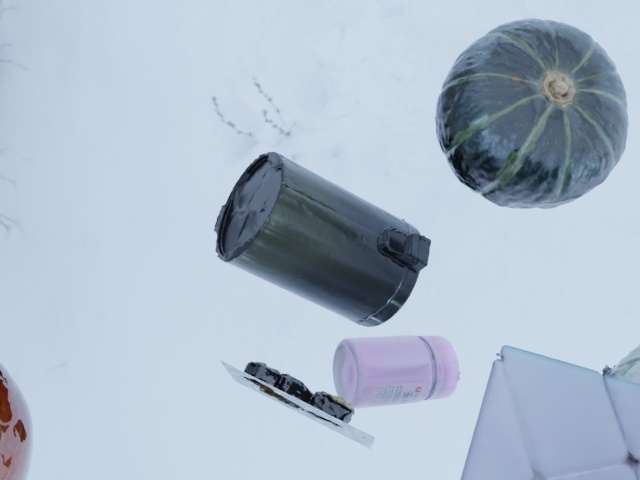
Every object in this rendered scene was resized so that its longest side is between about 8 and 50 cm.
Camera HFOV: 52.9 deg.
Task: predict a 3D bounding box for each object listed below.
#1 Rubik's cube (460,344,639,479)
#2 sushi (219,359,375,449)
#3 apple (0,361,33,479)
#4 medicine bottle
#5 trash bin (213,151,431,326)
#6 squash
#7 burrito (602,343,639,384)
[{"bbox_3d":[0.253,0.243,0.570,0.231,0.224,0.221,14,79,31],"label":"Rubik's cube"},{"bbox_3d":[-0.017,0.186,0.766,0.201,0.139,0.031,24,70,10],"label":"sushi"},{"bbox_3d":[-0.455,0.196,0.614,0.348,0.277,0.348,22,137,22],"label":"apple"},{"bbox_3d":[0.193,0.335,1.666,0.178,0.290,0.178,-179,90,-66],"label":"medicine bottle"},{"bbox_3d":[0.000,0.000,1.093,0.252,0.301,0.203,-25,45,52],"label":"trash bin"},{"bbox_3d":[0.277,-0.166,0.852,0.165,0.252,0.252,117,130,-75],"label":"squash"},{"bbox_3d":[0.701,0.212,1.276,0.445,0.139,0.101,-37,78,-6],"label":"burrito"}]
